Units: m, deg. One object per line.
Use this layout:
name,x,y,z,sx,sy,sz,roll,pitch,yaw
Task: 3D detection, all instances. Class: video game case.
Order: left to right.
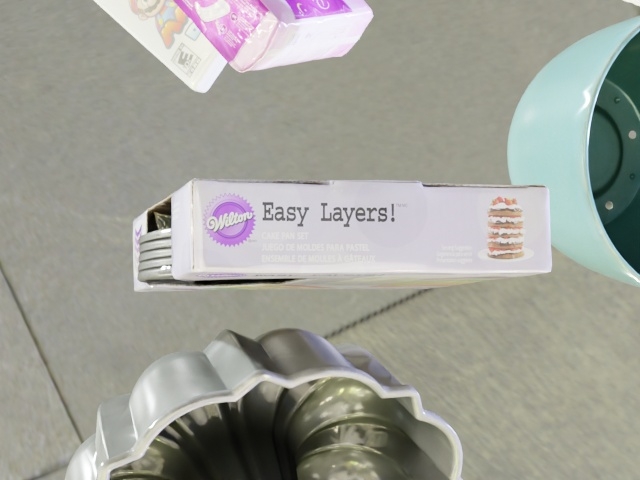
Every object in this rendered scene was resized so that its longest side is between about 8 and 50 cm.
video game case,-0.077,-0.195,0.875,0.157,0.143,0.019,-54,154,14

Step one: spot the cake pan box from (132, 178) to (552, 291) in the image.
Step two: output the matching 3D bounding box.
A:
cake pan box,0.000,0.000,1.028,0.267,0.246,0.070,1,83,-18

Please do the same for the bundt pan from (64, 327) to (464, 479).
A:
bundt pan,-0.057,0.203,1.103,0.331,0.124,0.331,-11,124,-17

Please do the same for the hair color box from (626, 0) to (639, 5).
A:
hair color box,0.267,-0.335,0.998,0.110,0.185,0.339,-46,155,-44

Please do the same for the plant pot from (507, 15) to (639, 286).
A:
plant pot,0.330,-0.091,1.449,0.293,0.235,0.293,-1,93,-23

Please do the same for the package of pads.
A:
package of pads,-0.018,-0.094,0.553,0.050,0.083,0.032,48,119,11
